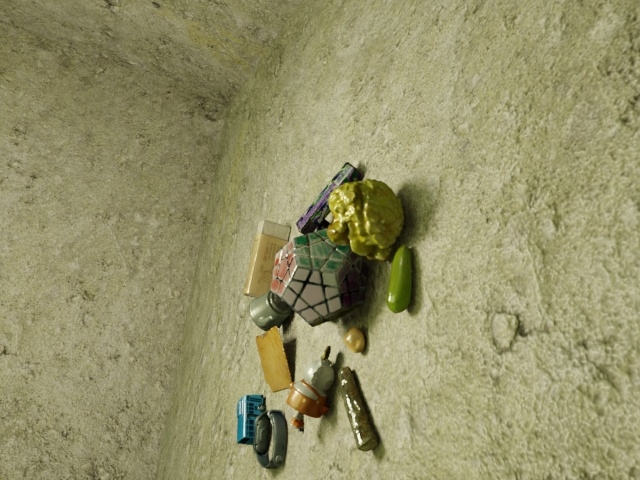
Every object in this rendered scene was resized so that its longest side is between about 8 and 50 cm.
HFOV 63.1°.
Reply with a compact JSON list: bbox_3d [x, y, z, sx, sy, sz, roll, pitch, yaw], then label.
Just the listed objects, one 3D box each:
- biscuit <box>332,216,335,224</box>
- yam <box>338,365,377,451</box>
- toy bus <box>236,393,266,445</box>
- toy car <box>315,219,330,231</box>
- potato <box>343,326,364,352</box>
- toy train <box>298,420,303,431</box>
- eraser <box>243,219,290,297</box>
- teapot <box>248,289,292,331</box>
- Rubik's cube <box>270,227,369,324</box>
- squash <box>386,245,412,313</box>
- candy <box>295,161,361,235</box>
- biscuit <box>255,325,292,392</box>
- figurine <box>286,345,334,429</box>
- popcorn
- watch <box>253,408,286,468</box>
[{"bbox_3d":[0.123,-0.081,1.791,0.290,0.041,0.209,-11,64,63],"label":"biscuit"},{"bbox_3d":[0.098,0.475,1.493,0.061,0.061,0.274,-61,27,26],"label":"yam"},{"bbox_3d":[-0.279,0.709,2.078,0.090,0.106,0.185,-53,32,42],"label":"toy bus"},{"bbox_3d":[0.000,0.000,1.973,0.165,0.062,0.071,-67,27,15],"label":"toy car"},{"bbox_3d":[0.104,0.304,1.590,0.083,0.062,0.068,48,137,37],"label":"potato"},{"bbox_3d":[-0.068,0.616,1.801,0.017,0.017,0.083,125,150,-48],"label":"toy train"},{"bbox_3d":[-0.237,0.090,2.318,0.078,0.143,0.344,-15,62,63],"label":"eraser"},{"bbox_3d":[-0.181,0.259,2.113,0.149,0.162,0.239,-44,10,33],"label":"teapot"},{"bbox_3d":[-0.003,0.121,1.669,0.264,0.319,0.319,-49,24,-8],"label":"Rubik's cube"},{"bbox_3d":[0.224,0.106,1.450,0.066,0.066,0.201,-31,42,56],"label":"squash"},{"bbox_3d":[0.028,-0.150,1.918,0.312,0.061,0.088,-49,26,14],"label":"candy"},{"bbox_3d":[-0.186,0.470,2.043,0.232,0.013,0.237,-36,65,53],"label":"biscuit"},{"bbox_3d":[-0.028,0.468,1.676,0.143,0.143,0.272,-8,70,63],"label":"figurine"},{"bbox_3d":[0.136,-0.058,1.560,0.206,0.236,0.252,-20,-75,-70],"label":"popcorn"},{"bbox_3d":[-0.185,0.727,1.922,0.193,0.068,0.207,-12,68,59],"label":"watch"}]
